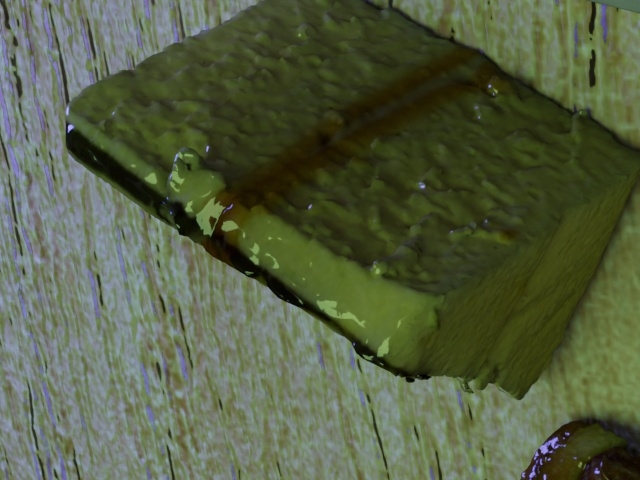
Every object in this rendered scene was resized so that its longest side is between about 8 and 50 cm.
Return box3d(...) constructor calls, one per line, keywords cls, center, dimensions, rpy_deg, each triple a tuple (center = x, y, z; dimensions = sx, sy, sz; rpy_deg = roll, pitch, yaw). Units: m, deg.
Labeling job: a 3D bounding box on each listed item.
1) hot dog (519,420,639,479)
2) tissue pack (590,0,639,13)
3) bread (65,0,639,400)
box3d(cls="hot dog", center=(0.162, 0.218, 1.079), dimensions=(0.146, 0.103, 0.213), rpy_deg=(20, 119, 33))
box3d(cls="tissue pack", center=(0.151, -0.202, 0.872), dimensions=(0.246, 0.159, 0.136), rpy_deg=(21, 119, 33))
box3d(cls="bread", center=(0.000, 0.000, 1.028), dimensions=(0.263, 0.236, 0.198), rpy_deg=(33, 126, 25))
